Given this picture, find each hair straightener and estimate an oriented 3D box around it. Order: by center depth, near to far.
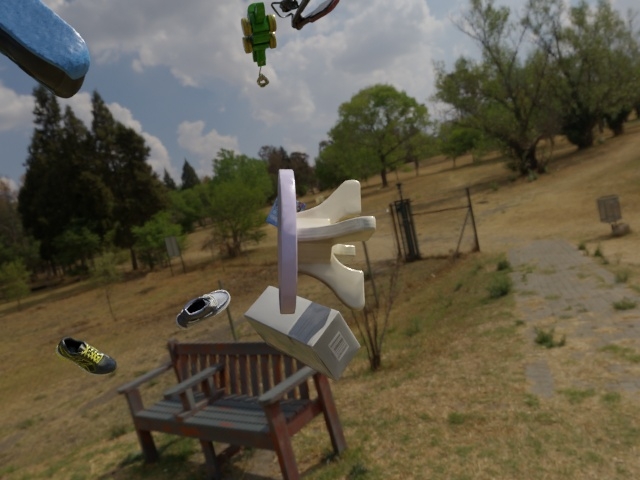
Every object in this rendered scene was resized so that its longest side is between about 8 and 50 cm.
[{"bbox_3d":[-0.039,-0.443,0.872,0.047,0.089,0.230,-53,24,2],"label":"hair straightener"}]

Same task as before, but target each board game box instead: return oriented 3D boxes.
[{"bbox_3d":[-0.097,-0.075,1.316,0.090,0.090,0.020,23,-1,27],"label":"board game box"}]

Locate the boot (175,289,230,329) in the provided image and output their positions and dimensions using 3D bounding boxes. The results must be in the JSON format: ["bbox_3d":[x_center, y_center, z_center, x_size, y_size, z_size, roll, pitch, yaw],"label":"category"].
[{"bbox_3d":[-0.318,0.183,1.339,0.190,0.069,0.086,-36,-10,-47],"label":"boot"}]

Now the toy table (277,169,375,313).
[{"bbox_3d":[0.000,0.000,0.897,0.160,0.275,0.252,1,-5,-7],"label":"toy table"}]

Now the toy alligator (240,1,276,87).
[{"bbox_3d":[-0.111,-0.355,0.841,0.056,0.051,0.190,-15,-20,-12],"label":"toy alligator"}]

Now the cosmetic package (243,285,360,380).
[{"bbox_3d":[-0.044,0.196,1.034,0.237,0.127,0.107,8,50,46],"label":"cosmetic package"}]

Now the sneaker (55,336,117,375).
[{"bbox_3d":[-0.317,0.157,0.641,0.083,0.031,0.035,24,-44,-12],"label":"sneaker"}]

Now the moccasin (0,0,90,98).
[{"bbox_3d":[-0.517,-0.354,0.729,0.138,0.342,0.117,-45,4,-38],"label":"moccasin"}]
